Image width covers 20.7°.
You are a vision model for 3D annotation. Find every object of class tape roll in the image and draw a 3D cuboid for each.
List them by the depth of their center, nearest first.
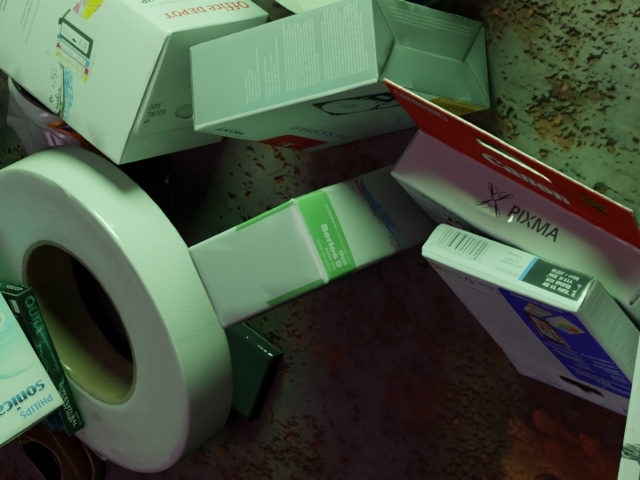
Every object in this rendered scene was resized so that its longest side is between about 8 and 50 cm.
[{"bbox_3d":[-0.249,0.081,1.983,0.392,0.072,0.392,32,139,34],"label":"tape roll"}]

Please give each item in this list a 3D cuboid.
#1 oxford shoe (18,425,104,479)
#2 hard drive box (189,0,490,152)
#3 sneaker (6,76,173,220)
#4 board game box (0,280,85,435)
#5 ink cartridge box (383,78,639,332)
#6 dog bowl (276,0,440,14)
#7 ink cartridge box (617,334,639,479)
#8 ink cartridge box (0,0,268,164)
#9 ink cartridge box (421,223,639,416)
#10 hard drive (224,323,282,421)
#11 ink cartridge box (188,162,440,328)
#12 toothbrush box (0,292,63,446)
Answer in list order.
[{"bbox_3d":[-0.350,0.218,2.172,0.212,0.076,0.076,56,130,15],"label":"oxford shoe"},{"bbox_3d":[0.018,-0.159,1.704,0.232,0.181,0.089,-11,78,40],"label":"hard drive box"},{"bbox_3d":[-0.268,-0.092,2.028,0.262,0.099,0.121,51,146,15],"label":"sneaker"},{"bbox_3d":[-0.349,0.134,2.065,0.126,0.026,0.186,9,122,50],"label":"board game box"},{"bbox_3d":[0.183,-0.023,1.593,0.275,0.239,0.060,31,85,28],"label":"ink cartridge box"},{"bbox_3d":[0.034,-0.345,1.700,0.265,0.104,0.265,11,108,36],"label":"dog bowl"},{"bbox_3d":[0.347,0.157,1.544,0.100,0.172,0.237,18,113,33],"label":"ink cartridge box"},{"bbox_3d":[-0.209,-0.221,1.882,0.232,0.171,0.168,38,122,24],"label":"ink cartridge box"},{"bbox_3d":[0.218,0.081,1.631,0.206,0.045,0.208,21,158,48],"label":"ink cartridge box"},{"bbox_3d":[-0.110,0.130,1.992,0.135,0.022,0.094,36,121,26],"label":"hard drive"},{"bbox_3d":[0.000,0.000,1.750,0.154,0.212,0.093,-25,89,39],"label":"ink cartridge box"},{"bbox_3d":[-0.460,0.112,2.040,0.216,0.126,0.295,-22,100,50],"label":"toothbrush box"}]
